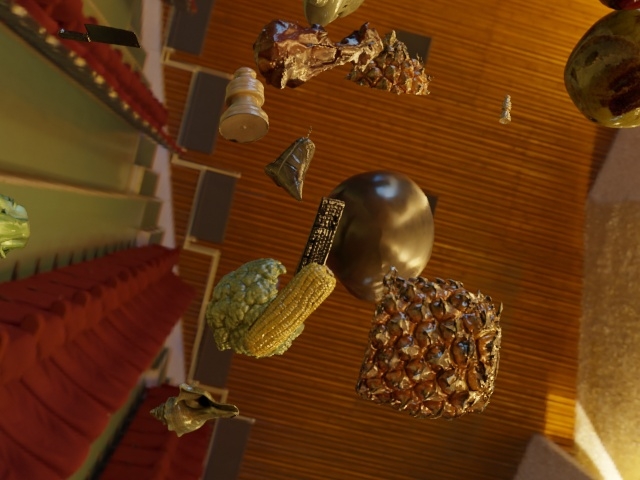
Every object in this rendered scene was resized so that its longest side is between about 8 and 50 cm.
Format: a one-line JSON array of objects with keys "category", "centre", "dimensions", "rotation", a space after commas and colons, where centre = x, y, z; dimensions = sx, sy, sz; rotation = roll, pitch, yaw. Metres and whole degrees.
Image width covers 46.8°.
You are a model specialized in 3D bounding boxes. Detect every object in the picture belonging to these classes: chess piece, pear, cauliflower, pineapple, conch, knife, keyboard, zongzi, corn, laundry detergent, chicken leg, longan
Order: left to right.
[{"category": "knife", "centre": [-0.624, -0.576, 2.058], "dimensions": [0.072, 0.246, 0.019], "rotation": [82, 19, -60]}, {"category": "conch", "centre": [-0.337, 0.426, 1.927], "dimensions": [0.137, 0.234, 0.114], "rotation": [60, 9, -11]}, {"category": "chess piece", "centre": [-0.232, -0.443, 2.307], "dimensions": [0.139, 0.124, 0.307], "rotation": [-33, -142, 29]}, {"category": "cauliflower", "centre": [-0.156, 0.187, 1.900], "dimensions": [0.272, 0.250, 0.275], "rotation": [-21, -131, 39]}, {"category": "corn", "centre": [-0.056, 0.122, 1.320], "dimensions": [0.203, 0.072, 0.072], "rotation": [-47, -175, -2]}, {"category": "zongzi", "centre": [-0.040, -0.207, 2.055], "dimensions": [0.189, 0.178, 0.081], "rotation": [-43, 139, -6]}, {"category": "chicken leg", "centre": [-0.001, -0.323, 1.277], "dimensions": [0.304, 0.093, 0.113], "rotation": [-17, 118, -46]}, {"category": "keyboard", "centre": [0.000, 0.000, 1.922], "dimensions": [0.231, 0.072, 0.023], "rotation": [-71, -155, 15]}, {"category": "laundry detergent", "centre": [0.034, -0.575, 1.701], "dimensions": [0.181, 0.091, 0.253], "rotation": [-57, 174, 37]}, {"category": "longan", "centre": [0.156, -0.016, 2.131], "dimensions": [0.404, 0.336, 0.404], "rotation": [14, 90, -71]}, {"category": "pineapple", "centre": [0.217, -0.474, 2.009], "dimensions": [0.140, 0.250, 0.164], "rotation": [50, -54, 57]}, {"category": "pineapple", "centre": [0.248, 0.241, 1.669], "dimensions": [0.352, 0.300, 0.352], "rotation": [9, 90, -80]}, {"category": "chess piece", "centre": [0.580, -0.413, 2.311], "dimensions": [0.035, 0.035, 0.092], "rotation": [118, -15, -70]}, {"category": "pear", "centre": [0.709, -0.397, 1.715], "dimensions": [0.283, 0.284, 0.283], "rotation": [-166, -90, -85]}]

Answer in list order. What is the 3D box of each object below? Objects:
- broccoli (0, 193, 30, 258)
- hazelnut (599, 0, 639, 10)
[{"category": "broccoli", "centre": [-0.752, -0.044, 1.465], "dimensions": [0.310, 0.321, 0.413], "rotation": [-35, 178, -39]}, {"category": "hazelnut", "centre": [0.653, -0.590, 1.594], "dimensions": [0.204, 0.178, 0.177], "rotation": [-110, -152, -42]}]
